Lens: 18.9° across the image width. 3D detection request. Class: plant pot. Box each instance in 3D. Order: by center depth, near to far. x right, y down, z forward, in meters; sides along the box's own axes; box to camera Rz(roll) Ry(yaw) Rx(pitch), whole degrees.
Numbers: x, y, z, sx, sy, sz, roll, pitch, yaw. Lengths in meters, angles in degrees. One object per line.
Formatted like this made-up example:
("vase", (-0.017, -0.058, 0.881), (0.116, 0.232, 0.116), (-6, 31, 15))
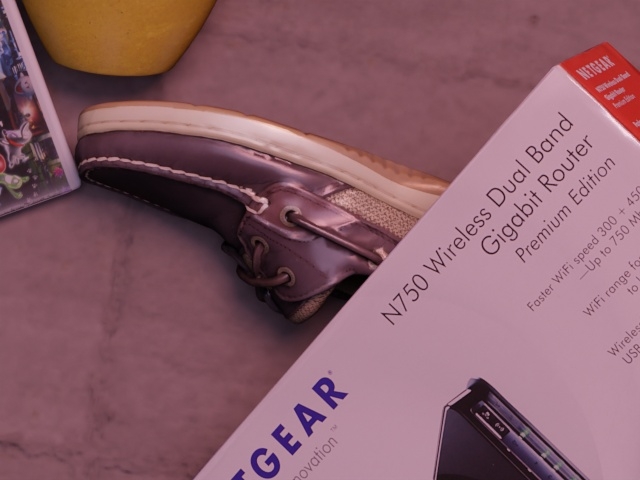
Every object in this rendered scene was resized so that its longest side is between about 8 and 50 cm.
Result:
("plant pot", (-0.110, -0.143, 1.036), (0.134, 0.134, 0.095), (6, 109, -3))

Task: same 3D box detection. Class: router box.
("router box", (0.129, 0.129, 0.931), (0.301, 0.082, 0.335), (44, 117, 9))

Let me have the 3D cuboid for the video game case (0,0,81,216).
("video game case", (-0.241, -0.087, 1.029), (0.173, 0.022, 0.190), (-20, 108, -6))

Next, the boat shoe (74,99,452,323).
("boat shoe", (0.000, 0.000, 1.032), (0.285, 0.103, 0.092), (17, 78, -8))
